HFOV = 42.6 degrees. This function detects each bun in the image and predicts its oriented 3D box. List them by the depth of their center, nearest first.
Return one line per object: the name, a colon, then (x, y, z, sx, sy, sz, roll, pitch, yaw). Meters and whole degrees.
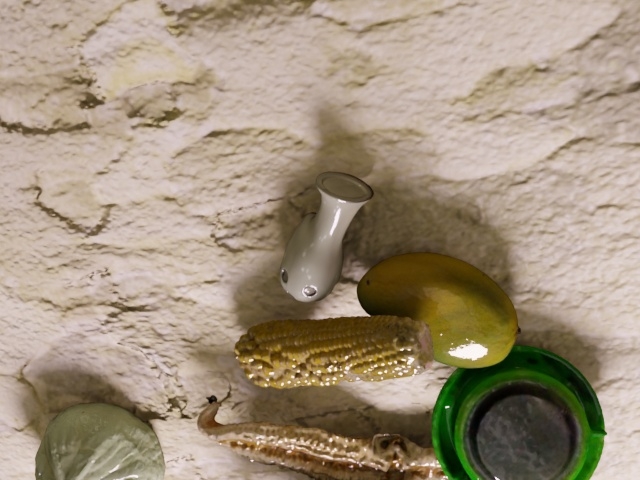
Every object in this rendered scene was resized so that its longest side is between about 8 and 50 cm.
bun: (-0.323, 0.331, 1.176, 0.196, 0.118, 0.195, 6, 122, 10)

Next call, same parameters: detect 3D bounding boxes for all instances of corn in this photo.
corn: (0.010, 0.133, 0.976, 0.288, 0.086, 0.086, -9, 118, 41)

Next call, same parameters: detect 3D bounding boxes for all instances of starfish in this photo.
starfish: (0.053, 0.363, 1.125, 0.432, 0.082, 0.323, 2, 120, 3)

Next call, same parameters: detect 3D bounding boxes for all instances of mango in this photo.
mango: (0.141, 0.078, 0.954, 0.191, 0.085, 0.122, 30, 128, -4)

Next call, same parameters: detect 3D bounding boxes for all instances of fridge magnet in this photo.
fridge magnet: (0.239, 0.230, 0.993, 0.208, 0.088, 0.208, 0, 90, 5)

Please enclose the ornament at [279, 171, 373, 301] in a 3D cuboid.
ornament: (0.000, 0.000, 0.954, 0.081, 0.075, 0.156, 46, 128, 36)
